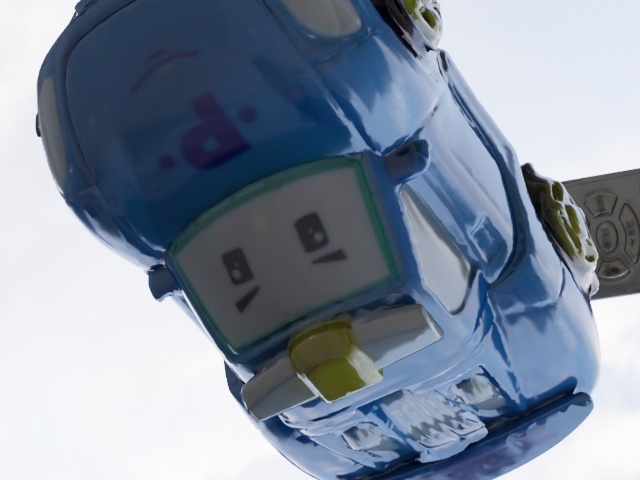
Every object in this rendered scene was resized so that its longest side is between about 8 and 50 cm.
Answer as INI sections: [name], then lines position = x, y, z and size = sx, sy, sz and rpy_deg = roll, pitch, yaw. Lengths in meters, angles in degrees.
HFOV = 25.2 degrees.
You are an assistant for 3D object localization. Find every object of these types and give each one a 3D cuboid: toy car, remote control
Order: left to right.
[toy car]
position = 0.000, 0.000, 0.657
size = 0.198, 0.314, 0.166
rpy_deg = -25, -145, 19
[remote control]
position = 0.272, -0.005, 1.259
size = 0.313, 0.055, 0.109
rpy_deg = -10, -99, 18
